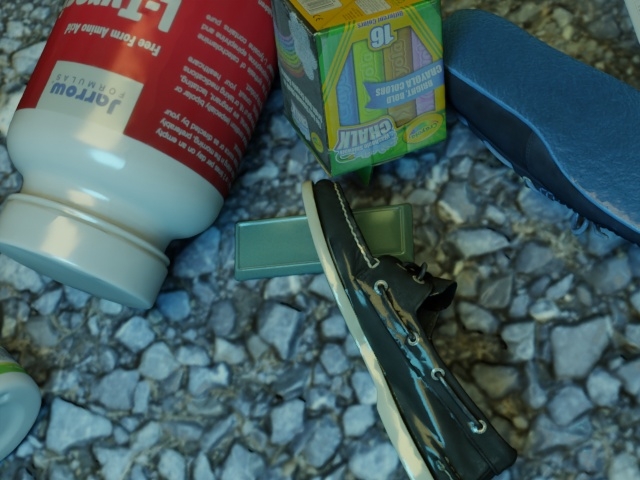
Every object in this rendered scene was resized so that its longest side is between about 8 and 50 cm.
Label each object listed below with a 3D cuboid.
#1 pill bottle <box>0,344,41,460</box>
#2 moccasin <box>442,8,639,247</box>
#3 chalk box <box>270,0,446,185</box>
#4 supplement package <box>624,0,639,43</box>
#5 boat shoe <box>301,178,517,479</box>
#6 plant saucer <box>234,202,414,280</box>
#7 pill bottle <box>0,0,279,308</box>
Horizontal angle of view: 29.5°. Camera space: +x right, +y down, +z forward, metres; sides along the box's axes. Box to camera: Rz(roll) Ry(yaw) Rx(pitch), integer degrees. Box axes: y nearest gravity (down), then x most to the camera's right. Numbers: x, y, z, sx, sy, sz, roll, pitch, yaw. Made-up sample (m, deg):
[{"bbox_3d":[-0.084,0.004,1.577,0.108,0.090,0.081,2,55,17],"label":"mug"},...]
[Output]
[{"bbox_3d":[-0.416,0.122,1.262,0.246,0.136,0.136,41,86,24],"label":"pill bottle"},{"bbox_3d":[0.244,-0.102,1.174,0.138,0.117,0.342,-35,61,-12],"label":"moccasin"},{"bbox_3d":[0.040,-0.157,1.201,0.132,0.213,0.132,-19,42,-13],"label":"chalk box"},{"bbox_3d":[0.420,-0.255,1.088,0.262,0.204,0.145,-24,65,28],"label":"supplement package"},{"bbox_3d":[0.085,0.079,1.145,0.113,0.127,0.340,-24,68,5],"label":"boat shoe"},{"bbox_3d":[0.000,0.000,1.255,0.192,0.018,0.067,-6,70,13],"label":"plant saucer"},{"bbox_3d":[-0.176,-0.148,1.240,0.229,0.229,0.407,16,76,20],"label":"pill bottle"}]
